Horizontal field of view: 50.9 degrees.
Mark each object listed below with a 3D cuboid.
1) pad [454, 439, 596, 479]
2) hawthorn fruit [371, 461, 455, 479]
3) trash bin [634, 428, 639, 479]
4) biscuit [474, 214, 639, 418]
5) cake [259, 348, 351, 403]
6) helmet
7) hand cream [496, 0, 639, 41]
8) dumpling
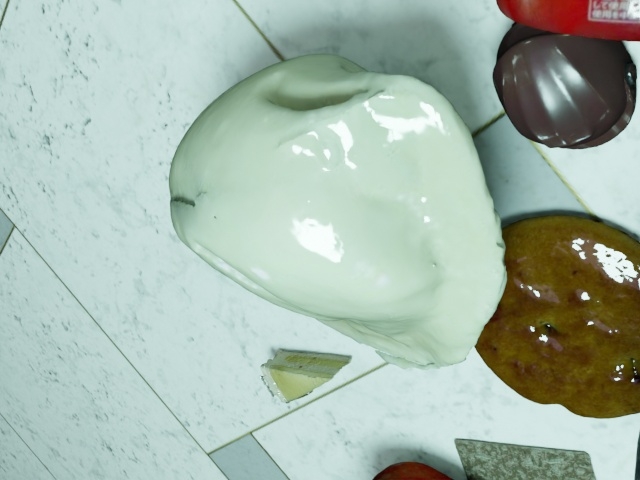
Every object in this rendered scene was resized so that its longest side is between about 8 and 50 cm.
[{"bbox_3d":[0.257,0.328,0.776,0.158,0.003,0.235,-7,113,39],"label":"pad"},{"bbox_3d":[0.126,0.361,0.777,0.202,0.185,0.185,15,126,23],"label":"hawthorn fruit"},{"bbox_3d":[0.397,0.128,0.379,0.380,0.259,0.295,10,113,23],"label":"trash bin"},{"bbox_3d":[0.226,0.074,0.612,0.212,0.036,0.212,17,126,25],"label":"biscuit"},{"bbox_3d":[-0.018,0.162,0.839,0.121,0.052,0.065,-30,95,45],"label":"cake"},{"bbox_3d":[0.178,-0.114,0.503,0.098,0.070,0.123,-18,105,42],"label":"helmet"},{"bbox_3d":[0.191,-0.189,0.363,0.193,0.193,0.126,15,124,29],"label":"hand cream"},{"bbox_3d":[0.000,0.000,0.610,0.395,0.233,0.316,-3,119,54],"label":"dumpling"}]
